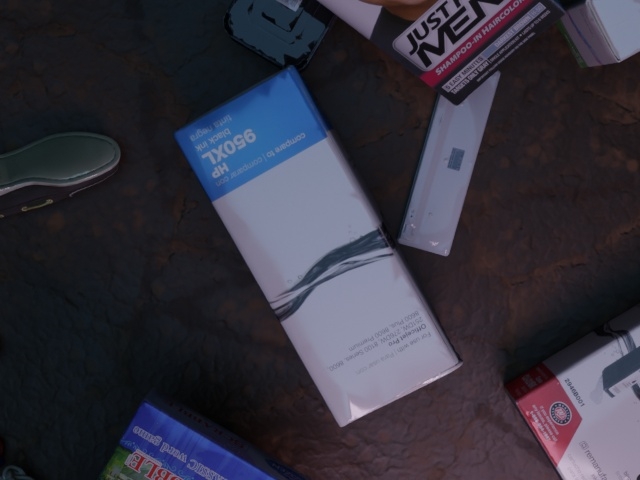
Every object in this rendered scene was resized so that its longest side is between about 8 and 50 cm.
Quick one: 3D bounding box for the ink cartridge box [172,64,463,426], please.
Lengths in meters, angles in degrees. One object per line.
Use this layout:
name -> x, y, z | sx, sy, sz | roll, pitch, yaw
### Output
ink cartridge box -> 0.000, 0.000, 1.576 | 0.166, 0.285, 0.395 | -29, 93, 4

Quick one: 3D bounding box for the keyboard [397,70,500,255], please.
keyboard -> 0.170, -0.110, 1.706 | 0.072, 0.014, 0.256 | 15, 94, -6

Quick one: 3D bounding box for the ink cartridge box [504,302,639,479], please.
ink cartridge box -> 0.410, 0.209, 1.675 | 0.273, 0.114, 0.197 | -32, 93, 1

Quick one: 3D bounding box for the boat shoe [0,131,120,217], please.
boat shoe -> -0.368, -0.082, 1.683 | 0.228, 0.068, 0.081 | -12, 59, -1

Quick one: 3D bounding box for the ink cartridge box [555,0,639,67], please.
ink cartridge box -> 0.390, -0.289, 1.590 | 0.154, 0.212, 0.093 | -29, 94, 2

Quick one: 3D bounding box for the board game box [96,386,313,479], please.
board game box -> -0.141, 0.387, 1.505 | 0.319, 0.066, 0.318 | 30, 100, 1

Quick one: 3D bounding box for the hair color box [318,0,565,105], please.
hair color box -> 0.095, -0.339, 1.525 | 0.374, 0.113, 0.185 | 32, 121, -32

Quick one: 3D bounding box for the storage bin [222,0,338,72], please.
storage bin -> -0.033, -0.315, 1.654 | 0.122, 0.084, 0.180 | 31, 93, -2

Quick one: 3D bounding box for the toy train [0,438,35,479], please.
toy train -> -0.483, 0.324, 1.699 | 0.248, 0.105, 0.143 | 43, 103, -3
